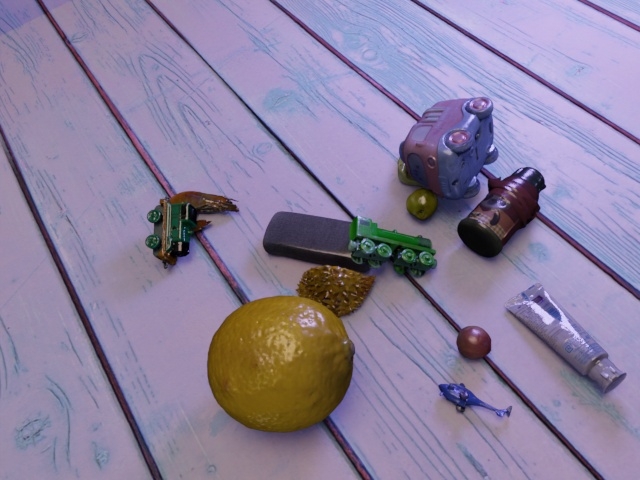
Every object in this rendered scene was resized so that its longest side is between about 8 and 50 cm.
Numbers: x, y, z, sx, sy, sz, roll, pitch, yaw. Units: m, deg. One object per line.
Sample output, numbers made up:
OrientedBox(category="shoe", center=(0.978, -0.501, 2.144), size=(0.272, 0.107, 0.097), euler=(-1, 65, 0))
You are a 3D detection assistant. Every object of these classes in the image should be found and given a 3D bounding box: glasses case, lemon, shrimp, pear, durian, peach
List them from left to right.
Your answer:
OrientedBox(category="shrimp", center=(-0.372, -0.092, 1.729), size=(0.249, 0.068, 0.150), euler=(-7, 68, 13))
OrientedBox(category="lemon", center=(-0.091, 0.280, 1.275), size=(0.337, 0.336, 0.335), euler=(-5, 56, 8))
OrientedBox(category="glasses case", center=(0.000, 0.000, 1.577), size=(0.324, 0.074, 0.131), euler=(10, 58, 18))
OrientedBox(category="durian", center=(0.034, 0.125, 1.482), size=(0.183, 0.165, 0.132), euler=(30, 23, 3))
OrientedBox(category="pear", center=(0.291, -0.104, 1.581), size=(0.092, 0.092, 0.096), euler=(-11, 55, 4))
OrientedBox(category="peach", center=(0.368, 0.244, 1.334), size=(0.083, 0.083, 0.083), euler=(-5, 56, 8))

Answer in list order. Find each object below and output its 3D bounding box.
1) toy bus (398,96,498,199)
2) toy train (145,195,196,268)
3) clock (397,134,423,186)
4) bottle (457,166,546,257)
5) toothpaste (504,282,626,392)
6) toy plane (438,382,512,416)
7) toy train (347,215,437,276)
OrientedBox(category="toy bus", center=(0.345, -0.263, 1.539), size=(0.232, 0.197, 0.294), euler=(16, 60, 33))
OrientedBox(category="toy train", center=(-0.435, -0.030, 1.651), size=(0.137, 0.091, 0.227), euler=(-9, 70, 8))
OrientedBox(category="clock", center=(0.354, -0.239, 1.667), size=(0.232, 0.069, 0.170), euler=(9, 59, 17))
OrientedBox(category="bottle", center=(0.491, -0.089, 1.498), size=(0.156, 0.143, 0.271), euler=(43, 74, 5))
OrientedBox(category="toothpaste", center=(0.577, 0.224, 1.319), size=(0.114, 0.073, 0.299), euler=(-30, 49, -8))
OrientedBox(category="toy plane", center=(0.351, 0.364, 1.280), size=(0.167, 0.054, 0.062), euler=(20, 37, 24))
OrientedBox(category="toy train", center=(0.190, 0.017, 1.477), size=(0.252, 0.085, 0.119), euler=(12, 56, -16))
